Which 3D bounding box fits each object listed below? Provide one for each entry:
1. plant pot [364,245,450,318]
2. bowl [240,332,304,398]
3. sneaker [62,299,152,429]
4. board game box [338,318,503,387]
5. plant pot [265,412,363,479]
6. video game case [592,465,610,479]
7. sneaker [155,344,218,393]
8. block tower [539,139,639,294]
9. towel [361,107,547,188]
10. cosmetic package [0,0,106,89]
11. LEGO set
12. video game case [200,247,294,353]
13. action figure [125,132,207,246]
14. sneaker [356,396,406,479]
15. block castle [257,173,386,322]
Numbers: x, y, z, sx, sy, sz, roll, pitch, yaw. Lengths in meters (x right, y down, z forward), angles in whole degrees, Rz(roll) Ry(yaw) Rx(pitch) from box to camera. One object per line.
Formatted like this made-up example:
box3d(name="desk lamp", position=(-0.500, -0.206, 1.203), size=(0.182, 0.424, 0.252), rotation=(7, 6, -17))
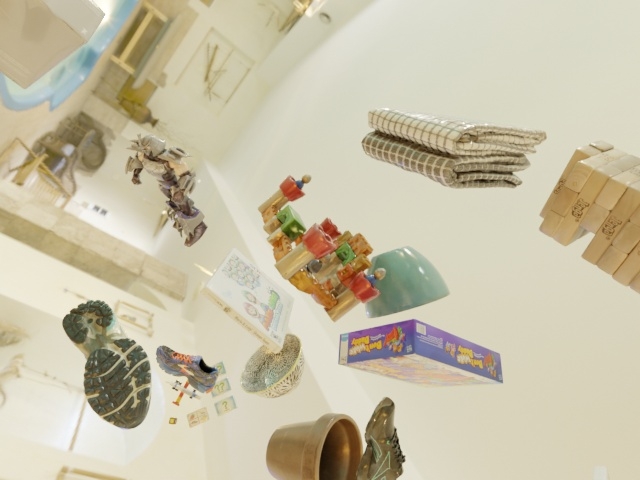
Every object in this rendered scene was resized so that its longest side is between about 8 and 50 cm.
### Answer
box3d(name="plant pot", position=(0.268, 0.130, 1.413), size=(0.290, 0.291, 0.195), rotation=(-25, -100, 48))
box3d(name="bowl", position=(-0.095, 0.307, 0.963), size=(0.170, 0.080, 0.170), rotation=(-29, -156, 14))
box3d(name="sneaker", position=(-0.376, 0.233, 0.773), size=(0.110, 0.122, 0.283), rotation=(-29, -130, -22))
box3d(name="board game box", position=(0.250, 0.293, 1.023), size=(0.233, 0.347, 0.077), rotation=(-25, -130, 45))
box3d(name="plant pot", position=(-0.032, 0.642, 1.221), size=(0.230, 0.263, 0.262), rotation=(-8, -130, 31))
box3d(name="video game case", position=(0.412, 0.444, 0.576), size=(0.023, 0.201, 0.183), rotation=(-15, -106, 32))
box3d(name="sneaker", position=(-0.420, 0.393, 1.317), size=(0.087, 0.221, 0.083), rotation=(-53, -167, 13))
box3d(name="block tower", position=(0.370, 0.030, 0.371), size=(0.335, 0.091, 0.097), rotation=(44, -40, 36))
box3d(name="towel", position=(0.260, -0.185, 0.826), size=(0.235, 0.284, 0.121), rotation=(34, -58, 48))
box3d(name="cosmetic package", position=(-0.538, -0.399, 0.776), size=(0.238, 0.127, 0.107), rotation=(-14, -128, 27))
box3d(name="LEGO set", position=(-0.444, 0.564, 1.486), size=(0.245, 0.060, 0.182), rotation=(-23, -111, -4))
box3d(name="video game case", position=(-0.107, 0.088, 0.656), size=(0.019, 0.143, 0.157), rotation=(-44, -168, 16))
box3d(name="action figure", position=(-0.337, -0.121, 0.922), size=(0.186, 0.284, 0.099), rotation=(29, -120, 28))
box3d(name="sneaker", position=(0.162, 0.502, 1.006), size=(0.106, 0.101, 0.267), rotation=(17, -67, 27))
box3d(name="block castle", position=(0.000, 0.000, 1.249), size=(0.213, 0.303, 0.453), rotation=(-40, -150, 7))
